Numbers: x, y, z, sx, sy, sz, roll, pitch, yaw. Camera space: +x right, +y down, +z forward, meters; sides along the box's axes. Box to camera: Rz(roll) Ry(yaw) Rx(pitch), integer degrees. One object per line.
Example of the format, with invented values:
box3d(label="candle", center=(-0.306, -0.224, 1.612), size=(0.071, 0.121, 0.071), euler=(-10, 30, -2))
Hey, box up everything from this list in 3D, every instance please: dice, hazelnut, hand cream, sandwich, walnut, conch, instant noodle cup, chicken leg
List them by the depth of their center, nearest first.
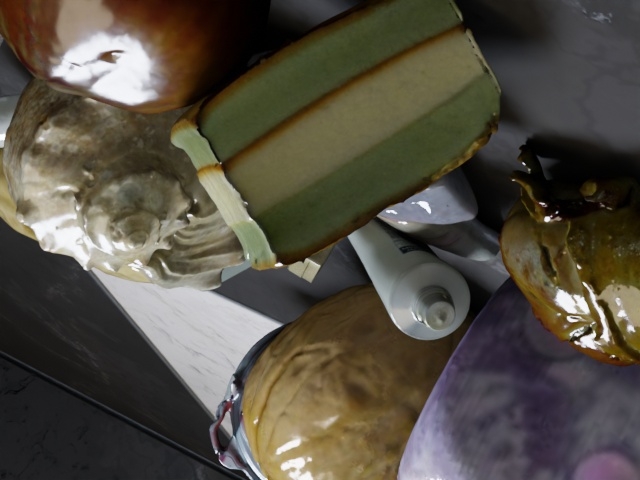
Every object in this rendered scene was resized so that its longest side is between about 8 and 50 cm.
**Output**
box3d(label="sandwich", center=(0.011, -0.093, 1.366), size=(0.155, 0.227, 0.198), euler=(60, 171, -3))
box3d(label="hazelnut", center=(-0.165, -0.215, 1.381), size=(0.251, 0.217, 0.217), euler=(29, 165, -17))
box3d(label="chicken leg", center=(0.302, 0.050, 1.401), size=(0.361, 0.140, 0.211), euler=(23, 152, 40))
box3d(label="conch", center=(-0.148, -0.103, 1.595), size=(0.210, 0.352, 0.297), euler=(-17, 134, 28))
box3d(label="hand cream", center=(0.080, 0.024, 1.675), size=(0.124, 0.078, 0.341), euler=(28, -171, -16))
box3d(label="dice", center=(0.253, 0.205, 1.687), size=(0.270, 0.271, 0.270), euler=(29, 163, 14))
box3d(label="walnut", center=(0.066, 0.190, 1.934), size=(0.277, 0.313, 0.252), euler=(64, 174, -11))
box3d(label="instant noodle cup", center=(0.018, 0.224, 2.150), size=(0.258, 0.302, 0.181), euler=(66, 167, 0))

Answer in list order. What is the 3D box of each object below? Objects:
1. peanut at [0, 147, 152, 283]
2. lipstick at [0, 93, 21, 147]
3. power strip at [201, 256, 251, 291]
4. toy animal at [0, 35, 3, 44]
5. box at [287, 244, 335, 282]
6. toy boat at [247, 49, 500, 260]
box3d(label="peanut", center=(-0.244, -0.056, 1.981), size=(0.387, 0.192, 0.170), euler=(25, 125, 23))
box3d(label="lipstick", center=(-0.285, -0.136, 1.826), size=(0.264, 0.059, 0.059), euler=(-4, 156, 4))
box3d(label="power strip", center=(-0.110, -0.064, 1.807), size=(0.216, 0.145, 0.061), euler=(64, -176, 36))
box3d(label="toy animal", center=(-0.436, -0.254, 1.774), size=(0.154, 0.208, 0.325), euler=(19, 155, 2))
box3d(label="box", center=(0.000, 0.000, 1.893), size=(0.035, 0.079, 0.083), euler=(31, 162, 0))
box3d(label="toy boat", center=(0.042, -0.076, 1.583), size=(0.276, 0.111, 0.293), euler=(36, 174, 14))
